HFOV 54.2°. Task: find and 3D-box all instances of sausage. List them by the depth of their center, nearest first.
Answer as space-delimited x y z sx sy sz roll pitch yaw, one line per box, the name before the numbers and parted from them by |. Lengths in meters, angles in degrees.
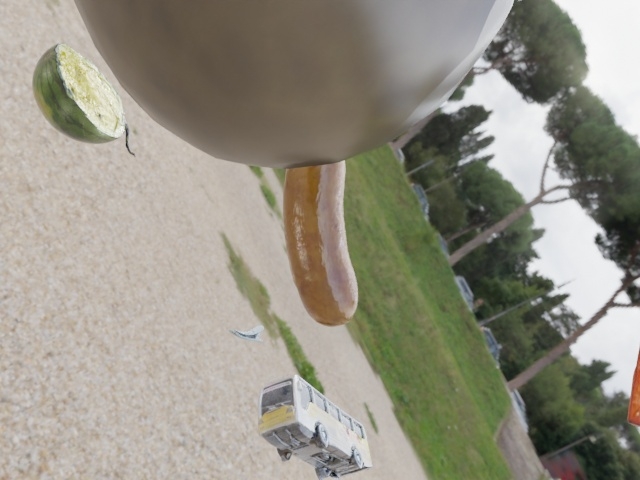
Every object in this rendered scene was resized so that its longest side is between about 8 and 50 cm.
sausage | 0.000 0.000 0.963 0.109 0.109 0.270 -18 100 -87

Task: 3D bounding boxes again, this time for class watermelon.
watermelon | -0.492 -0.278 1.261 0.204 0.127 0.232 68 9 24

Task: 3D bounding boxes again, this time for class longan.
longan | -0.015 -0.251 0.532 0.336 0.404 0.404 -92 156 -59

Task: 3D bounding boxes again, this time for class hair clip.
hair clip | -0.168 0.210 1.437 0.115 0.030 0.039 24 81 -64

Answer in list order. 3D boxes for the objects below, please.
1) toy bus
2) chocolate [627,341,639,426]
toy bus | -0.001 0.383 1.249 0.342 0.097 0.138 49 25 -45
chocolate | 0.601 0.196 0.933 0.108 0.237 0.235 44 58 -58
